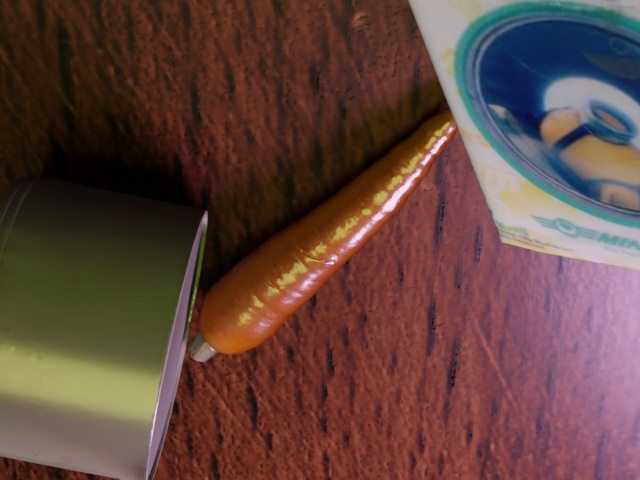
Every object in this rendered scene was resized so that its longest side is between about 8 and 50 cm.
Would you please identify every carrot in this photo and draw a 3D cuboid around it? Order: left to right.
[{"bbox_3d":[0.000,0.000,1.091,0.069,0.069,0.336,37,119,-21],"label":"carrot"}]

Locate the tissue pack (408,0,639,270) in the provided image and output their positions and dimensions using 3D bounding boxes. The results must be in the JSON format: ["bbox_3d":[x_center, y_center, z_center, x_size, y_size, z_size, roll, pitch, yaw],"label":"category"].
[{"bbox_3d":[0.206,-0.137,0.786,0.287,0.162,0.388,12,148,33],"label":"tissue pack"}]

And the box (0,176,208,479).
[{"bbox_3d":[-0.184,0.071,1.062,0.149,0.226,0.226,12,130,-1],"label":"box"}]
